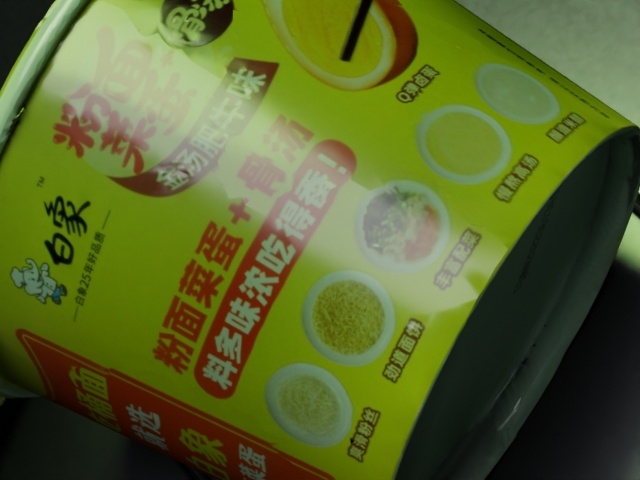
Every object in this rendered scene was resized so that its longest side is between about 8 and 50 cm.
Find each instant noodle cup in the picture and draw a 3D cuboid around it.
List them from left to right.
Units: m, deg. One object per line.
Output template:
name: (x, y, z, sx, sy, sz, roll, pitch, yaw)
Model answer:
instant noodle cup: (0.000, 0.000, 0.864, 0.221, 0.311, 0.311, 30, 81, 20)

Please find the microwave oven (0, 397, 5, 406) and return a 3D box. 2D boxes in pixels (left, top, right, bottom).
microwave oven: (-0.359, 0.054, 0.891, 0.247, 0.333, 0.394, 13, 51, 23)
